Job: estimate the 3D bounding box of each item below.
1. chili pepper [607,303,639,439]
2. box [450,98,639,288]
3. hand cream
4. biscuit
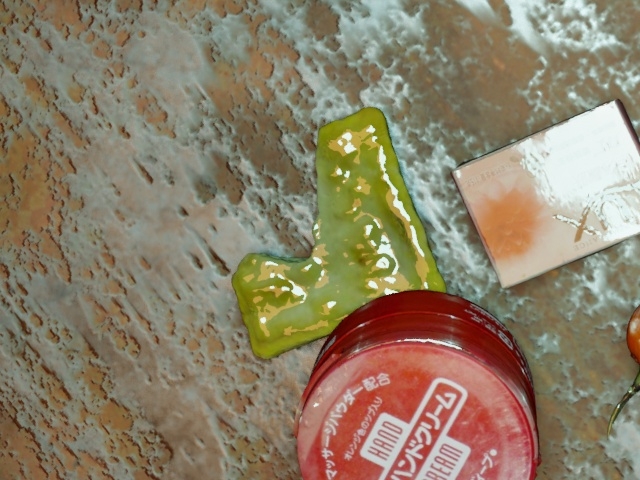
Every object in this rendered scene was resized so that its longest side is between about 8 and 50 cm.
[{"bbox_3d":[0.284,0.082,1.255,0.086,0.084,0.192,42,100,23],"label":"chili pepper"},{"bbox_3d":[0.192,-0.037,1.277,0.156,0.060,0.111,-25,91,16],"label":"box"},{"bbox_3d":[0.079,0.143,1.273,0.193,0.125,0.193,2,106,6],"label":"hand cream"},{"bbox_3d":[0.000,0.000,1.338,0.183,0.039,0.174,-23,92,14],"label":"biscuit"}]
